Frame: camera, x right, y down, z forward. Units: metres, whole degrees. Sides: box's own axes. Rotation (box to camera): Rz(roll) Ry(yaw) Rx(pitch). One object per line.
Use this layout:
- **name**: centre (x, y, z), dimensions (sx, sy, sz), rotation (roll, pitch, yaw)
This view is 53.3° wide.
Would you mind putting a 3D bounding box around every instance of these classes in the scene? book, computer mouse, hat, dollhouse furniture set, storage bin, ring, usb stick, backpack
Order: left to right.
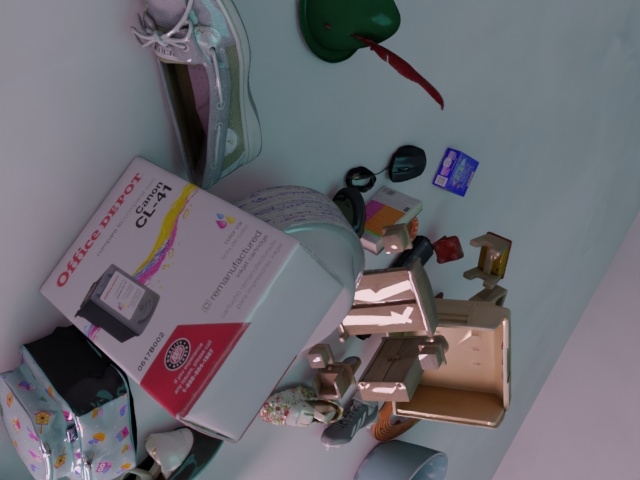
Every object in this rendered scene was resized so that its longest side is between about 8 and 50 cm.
- **backpack**: centre (-0.316, 0.228, 0.813), dimensions (0.144, 0.165, 0.189), rotation (-32, 132, -34)
- **dollhouse furniture set**: centre (0.098, 0.125, 1.283), dimensions (0.174, 0.303, 0.356), rotation (-45, 122, -54)
- **book**: centre (0.117, -0.045, 1.244), dimensions (0.144, 0.096, 0.035), rotation (-42, 141, -25)
- **hat**: centre (0.099, -0.329, 0.950), dimensions (0.208, 0.183, 0.173), rotation (14, 101, -54)
- **computer mouse**: centre (0.139, -0.137, 1.258), dimensions (0.242, 0.041, 0.071), rotation (-24, 131, -41)
- **usb stick**: centre (0.164, 0.104, 1.448), dimensions (0.278, 0.045, 0.077), rotation (-50, 144, -17)
- **ring**: centre (0.263, 0.420, 1.756), dimensions (0.336, 0.032, 0.337), rotation (-30, 144, -25)
- **storage bin**: centre (0.299, 0.277, 1.467), dimensions (0.123, 0.260, 0.263), rotation (-47, 135, -57)
- **dollhouse furniture set**: centre (0.352, 0.130, 1.574), dimensions (0.152, 0.201, 0.374), rotation (-22, 128, -43)

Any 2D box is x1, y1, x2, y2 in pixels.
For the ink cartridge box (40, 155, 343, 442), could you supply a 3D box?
- **ink cartridge box**: centre (-0.162, 0.058, 0.771), dimensions (0.226, 0.306, 0.131), rotation (-57, 145, -9)

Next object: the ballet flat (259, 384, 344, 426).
- **ballet flat**: centre (-0.028, 0.355, 1.345), dimensions (0.241, 0.077, 0.091), rotation (11, 106, -54)

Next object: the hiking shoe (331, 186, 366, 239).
- **hiking shoe**: centre (0.000, 0.000, 1.133), dimensions (0.227, 0.086, 0.114), rotation (-61, 149, 0)

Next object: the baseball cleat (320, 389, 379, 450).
- **baseball cleat**: centre (0.071, 0.423, 1.541), dimensions (0.205, 0.072, 0.110), rotation (-12, 108, -53)

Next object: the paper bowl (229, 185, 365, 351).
- **paper bowl**: centre (-0.062, 0.069, 0.969), dimensions (0.284, 0.148, 0.284), rotation (-20, 142, -16)

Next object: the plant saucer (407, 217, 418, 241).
- **plant saucer**: centre (0.189, -0.019, 1.425), dimensions (0.083, 0.013, 0.084), rotation (-30, 133, -37)

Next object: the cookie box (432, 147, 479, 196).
- **cookie box**: centre (0.312, -0.155, 1.466), dimensions (0.107, 0.040, 0.092), rotation (13, 102, -54)

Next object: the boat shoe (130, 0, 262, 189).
- **boat shoe**: centre (-0.155, -0.201, 0.778), dimensions (0.103, 0.118, 0.321), rotation (-46, 149, -28)

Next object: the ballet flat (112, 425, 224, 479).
- **ballet flat**: centre (-0.273, 0.384, 1.044), dimensions (0.280, 0.095, 0.096), rotation (-45, 130, -23)

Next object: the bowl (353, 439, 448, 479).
- **bowl**: centre (0.202, 0.689, 1.790), dimensions (0.311, 0.163, 0.312), rotation (-31, 135, -38)
